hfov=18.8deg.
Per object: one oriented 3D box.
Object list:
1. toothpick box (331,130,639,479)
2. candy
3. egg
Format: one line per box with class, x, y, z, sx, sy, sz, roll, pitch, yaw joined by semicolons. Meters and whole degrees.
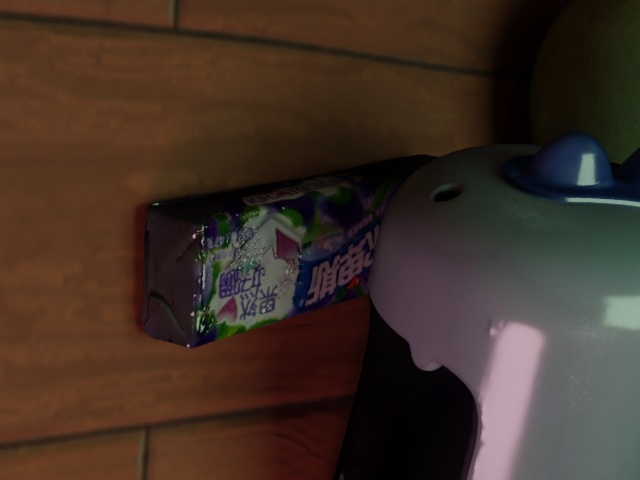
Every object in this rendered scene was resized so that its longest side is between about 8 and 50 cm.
toothpick box;0.148;0.089;1.305;0.263;0.263;0.355;-22;129;-48
candy;0.000;0.000;1.325;0.312;0.061;0.088;-14;109;-50
egg;0.278;-0.074;1.532;0.218;0.218;0.295;-21;107;-48
